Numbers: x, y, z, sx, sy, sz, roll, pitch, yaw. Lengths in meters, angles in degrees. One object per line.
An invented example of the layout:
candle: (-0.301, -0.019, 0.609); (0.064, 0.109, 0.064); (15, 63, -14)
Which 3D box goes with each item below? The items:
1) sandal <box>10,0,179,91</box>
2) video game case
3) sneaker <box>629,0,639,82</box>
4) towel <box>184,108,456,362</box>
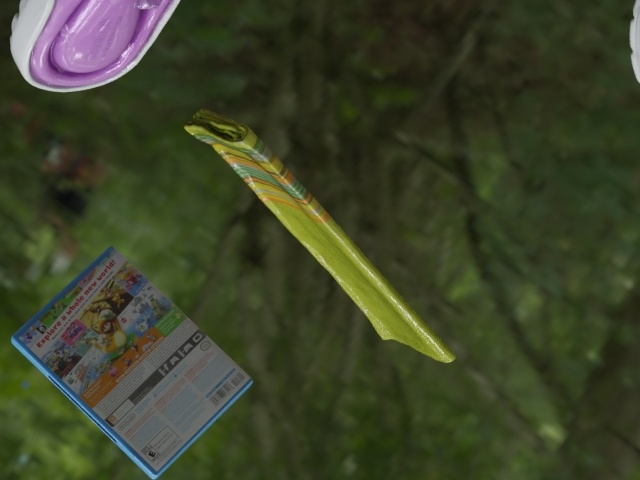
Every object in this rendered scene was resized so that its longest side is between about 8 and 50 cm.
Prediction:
sandal: (-0.127, -0.216, 1.489); (0.102, 0.169, 0.416); (67, 155, 19)
video game case: (-0.155, 0.099, 1.625); (0.166, 0.119, 0.015); (43, 157, 6)
sneaker: (0.239, -0.150, 1.136); (0.129, 0.111, 0.297); (-100, -1, -65)
towel: (0.000, 0.000, 1.392); (0.237, 0.021, 0.102); (47, 172, -25)
